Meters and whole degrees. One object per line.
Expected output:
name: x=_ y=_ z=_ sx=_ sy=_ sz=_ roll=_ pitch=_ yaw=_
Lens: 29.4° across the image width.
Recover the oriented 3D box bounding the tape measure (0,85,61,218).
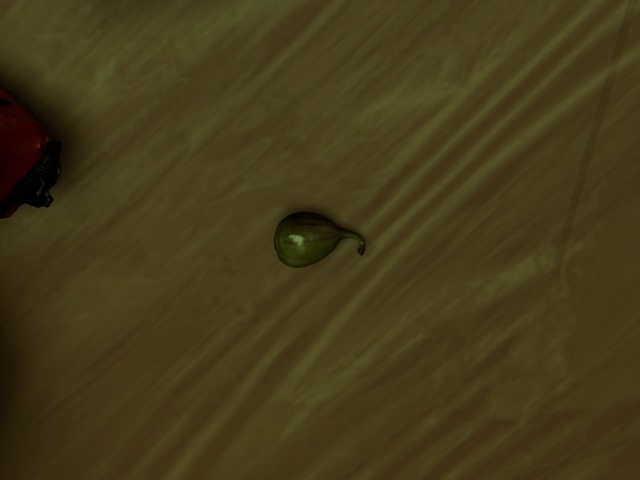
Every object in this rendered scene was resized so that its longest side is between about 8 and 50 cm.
tape measure: x=-0.372 y=-0.086 z=0.945 sx=0.260 sy=0.253 sz=0.114 roll=42 pitch=127 yaw=12

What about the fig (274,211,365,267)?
fig: x=0.000 y=0.000 z=1.056 sx=0.083 sy=0.050 sz=0.050 roll=4 pitch=106 yaw=-17
